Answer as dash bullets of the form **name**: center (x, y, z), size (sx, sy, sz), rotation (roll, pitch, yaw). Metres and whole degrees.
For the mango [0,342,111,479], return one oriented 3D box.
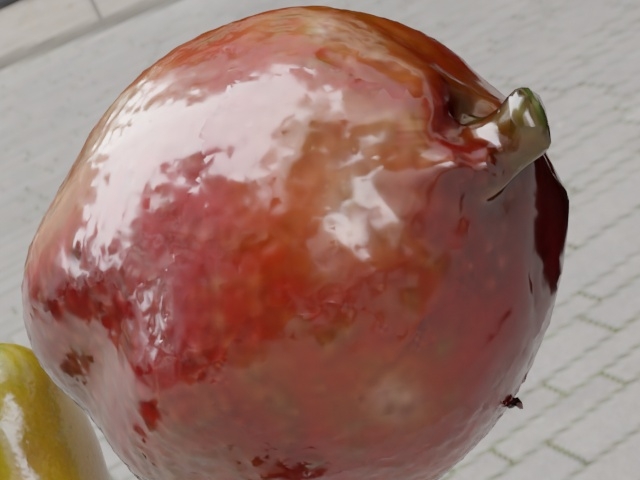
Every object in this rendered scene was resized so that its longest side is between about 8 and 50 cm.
- **mango**: center (-0.263, 0.221, 1.269), size (0.139, 0.254, 0.175), rotation (-9, -9, -4)

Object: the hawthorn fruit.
- **hawthorn fruit**: center (0.000, 0.000, 0.441), size (0.188, 0.169, 0.169), rotation (-47, 1, 40)
